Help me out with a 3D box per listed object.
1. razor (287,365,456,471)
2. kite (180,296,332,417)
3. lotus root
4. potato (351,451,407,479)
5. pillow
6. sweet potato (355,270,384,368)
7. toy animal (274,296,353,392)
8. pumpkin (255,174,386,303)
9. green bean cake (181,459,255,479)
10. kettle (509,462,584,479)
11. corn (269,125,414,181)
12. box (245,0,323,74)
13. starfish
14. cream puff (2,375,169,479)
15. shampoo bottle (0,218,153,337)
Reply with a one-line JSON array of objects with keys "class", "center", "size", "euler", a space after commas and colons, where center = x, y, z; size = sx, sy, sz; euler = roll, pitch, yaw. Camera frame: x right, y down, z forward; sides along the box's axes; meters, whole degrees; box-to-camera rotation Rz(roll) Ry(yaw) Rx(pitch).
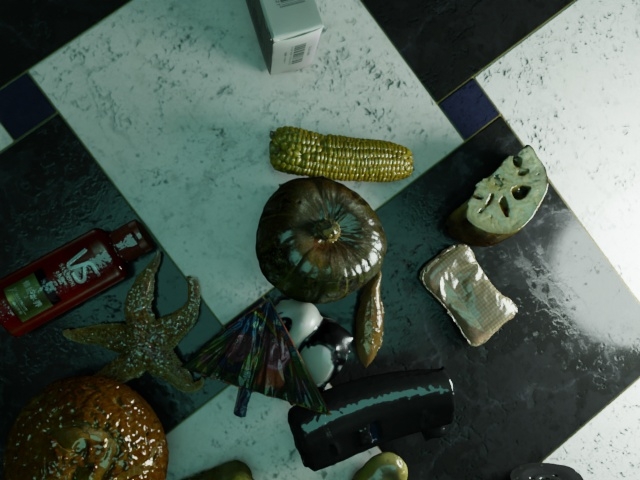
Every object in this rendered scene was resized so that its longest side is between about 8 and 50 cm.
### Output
[{"class": "razor", "center": [0.103, 0.346, 1.142], "size": [0.327, 0.107, 0.189], "euler": [-14, 133, -6]}, {"class": "kite", "center": [-0.115, 0.223, 1.091], "size": [0.321, 0.016, 0.234], "euler": [12, 86, 17]}, {"class": "lotus root", "center": [0.383, -0.083, 1.209], "size": [0.138, 0.119, 0.235], "euler": [44, 83, 3]}, {"class": "potato", "center": [0.118, 0.498, 1.184], "size": [0.138, 0.070, 0.091], "euler": [-44, 88, -8]}, {"class": "pillow", "center": [0.316, 0.114, 1.239], "size": [0.135, 0.034, 0.211], "euler": [-39, 91, -4]}, {"class": "sweet potato", "center": [0.105, 0.163, 1.205], "size": [0.068, 0.060, 0.206], "euler": [10, 84, -43]}, {"class": "toy animal", "center": [-0.037, 0.207, 1.143], "size": [0.179, 0.138, 0.166], "euler": [34, 111, 4]}, {"class": "pumpkin", "center": [0.000, -0.001, 1.111], "size": [0.260, 0.189, 0.260], "euler": [4, 69, -11]}, {"class": "green bean cake", "center": [-0.212, 0.581, 1.119], "size": [0.236, 0.124, 0.233], "euler": [-21, 91, -7]}, {"class": "kettle", "center": [0.490, 0.597, 1.203], "size": [0.202, 0.144, 0.232], "euler": [-9, 96, -37]}, {"class": "corn", "center": [0.047, -0.170, 1.187], "size": [0.313, 0.102, 0.102], "euler": [7, 87, -6]}, {"class": "box", "center": [-0.095, -0.507, 1.133], "size": [0.106, 0.200, 0.299], "euler": [-17, 90, -8]}, {"class": "starfish", "center": [-0.369, 0.193, 1.150], "size": [0.302, 0.060, 0.299], "euler": [-20, 93, -6]}, {"class": "cream puff", "center": [-0.431, 0.403, 1.052], "size": [0.303, 0.212, 0.303], "euler": [0, 93, -2]}, {"class": "shampoo bottle", "center": [-0.486, 0.065, 1.132], "size": [0.314, 0.076, 0.118], "euler": [-29, 87, -6]}]
